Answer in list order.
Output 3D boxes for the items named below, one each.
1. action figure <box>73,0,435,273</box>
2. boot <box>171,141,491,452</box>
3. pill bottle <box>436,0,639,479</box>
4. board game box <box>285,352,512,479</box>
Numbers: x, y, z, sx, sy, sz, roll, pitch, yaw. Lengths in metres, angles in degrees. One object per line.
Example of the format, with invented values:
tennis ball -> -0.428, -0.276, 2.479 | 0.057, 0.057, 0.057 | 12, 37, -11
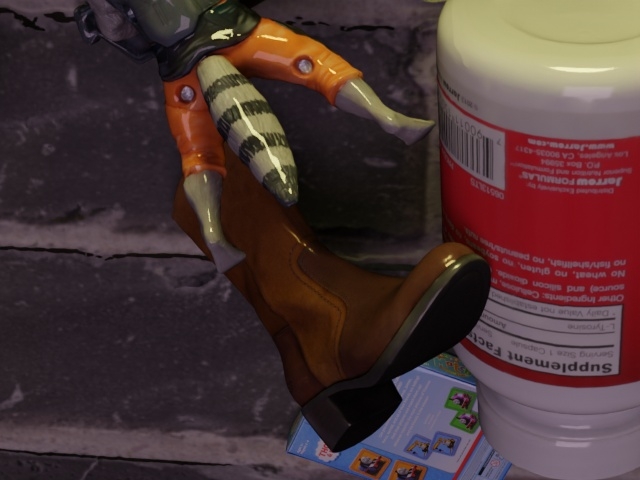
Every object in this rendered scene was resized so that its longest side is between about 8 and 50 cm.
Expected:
action figure -> -0.054, -0.190, 1.180 | 0.341, 0.178, 0.330 | -35, 85, 23
boot -> 0.000, 0.000, 1.287 | 0.280, 0.096, 0.264 | 56, 147, 19
pill bottle -> 0.213, -0.010, 1.269 | 0.229, 0.229, 0.407 | -1, 124, 6
board game box -> 0.092, 0.177, 1.523 | 0.211, 0.039, 0.160 | 19, 124, -8
